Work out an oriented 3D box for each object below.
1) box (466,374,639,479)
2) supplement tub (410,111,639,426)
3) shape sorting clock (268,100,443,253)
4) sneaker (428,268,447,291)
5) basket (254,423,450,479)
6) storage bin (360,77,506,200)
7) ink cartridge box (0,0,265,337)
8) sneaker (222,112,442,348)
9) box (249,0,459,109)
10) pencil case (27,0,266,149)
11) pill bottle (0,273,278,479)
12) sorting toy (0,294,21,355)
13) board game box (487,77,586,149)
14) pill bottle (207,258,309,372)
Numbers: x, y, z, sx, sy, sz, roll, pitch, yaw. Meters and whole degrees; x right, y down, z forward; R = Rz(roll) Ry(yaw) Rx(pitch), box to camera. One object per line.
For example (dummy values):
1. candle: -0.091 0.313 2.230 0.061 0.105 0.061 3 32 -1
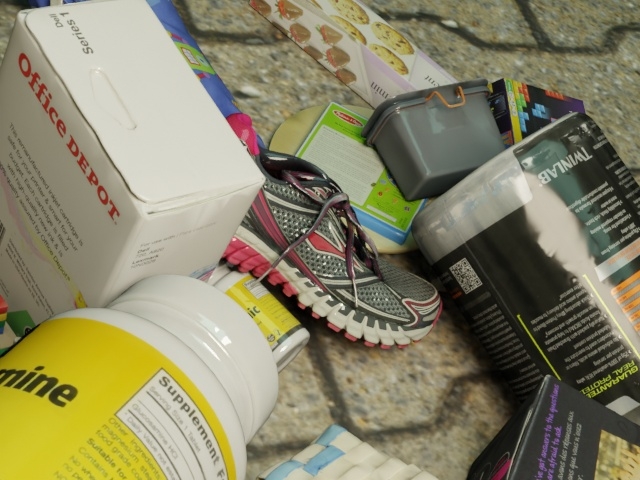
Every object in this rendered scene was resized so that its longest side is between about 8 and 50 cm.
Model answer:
1. box: 0.256 0.268 1.141 0.270 0.165 0.143 30 45 2
2. supplement tub: 0.255 0.067 1.262 0.207 0.207 0.338 -29 84 -42
3. shape sorting clock: 0.045 -0.066 1.398 0.206 0.040 0.206 9 51 -11
4. sneaker: 0.129 0.008 1.390 0.057 0.047 0.119 18 42 16
5. basket: 0.062 0.297 0.966 0.289 0.255 0.201 28 41 22
6. storage bin: 0.127 -0.102 1.371 0.135 0.098 0.091 -14 69 -26
7. ink cartridge box: -0.182 -0.027 1.074 0.117 0.278 0.201 -18 64 -38
8. sneaker: 0.000 0.000 1.222 0.299 0.112 0.121 31 15 -27
9. box: 0.065 -0.200 1.505 0.324 0.063 0.067 41 47 8
10. pencil case: -0.175 -0.170 1.306 0.306 0.119 0.133 56 20 22
11. pill bottle: -0.167 0.162 0.860 0.188 0.188 0.334 38 40 5
12. sorting toy: -0.281 0.098 1.035 0.132 0.046 0.274 -14 49 -38
13. board game box: 0.241 -0.080 1.457 0.141 0.048 0.170 7 69 -41
14. pill bottle: -0.071 0.067 1.207 0.116 0.065 0.065 45 46 12
